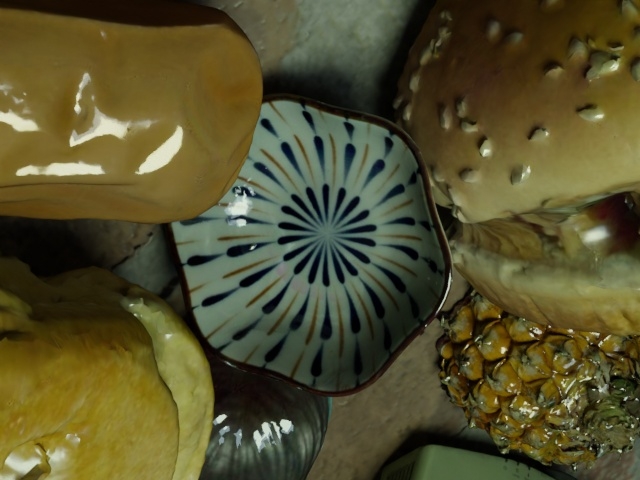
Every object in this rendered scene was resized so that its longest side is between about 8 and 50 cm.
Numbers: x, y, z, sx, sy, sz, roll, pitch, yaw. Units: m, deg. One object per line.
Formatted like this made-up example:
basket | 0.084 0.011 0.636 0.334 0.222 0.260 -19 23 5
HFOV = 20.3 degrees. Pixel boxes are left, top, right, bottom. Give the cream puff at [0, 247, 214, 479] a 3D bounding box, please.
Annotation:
cream puff | -0.236 0.121 1.010 0.343 0.231 0.327 -37 140 -35

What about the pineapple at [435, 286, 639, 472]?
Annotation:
pineapple | 0.182 0.105 1.264 0.161 0.137 0.176 -33 130 -1

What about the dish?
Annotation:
dish | 0.000 0.000 1.115 0.190 0.191 0.066 -55 169 17

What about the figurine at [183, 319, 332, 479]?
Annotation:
figurine | -0.069 0.158 1.206 0.138 0.110 0.245 0 131 -11

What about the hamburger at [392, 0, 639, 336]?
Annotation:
hamburger | 0.273 -0.108 1.066 0.445 0.287 0.268 -36 129 -2

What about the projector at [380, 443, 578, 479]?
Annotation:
projector | 0.149 0.267 1.335 0.269 0.193 0.088 33 141 -19

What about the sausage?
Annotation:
sausage | -0.147 -0.076 0.988 0.241 0.120 0.136 7 108 -29
